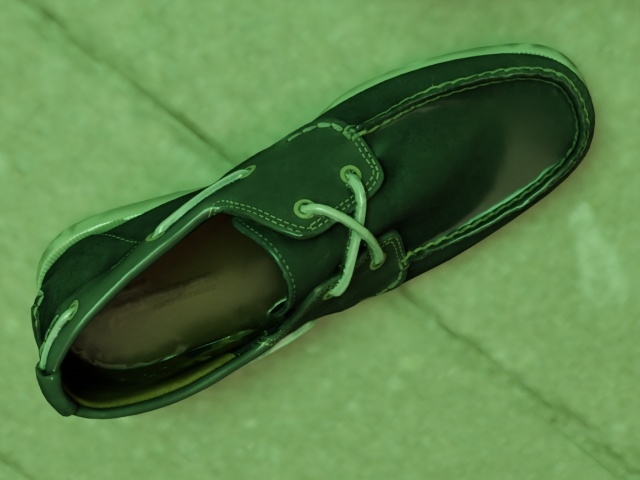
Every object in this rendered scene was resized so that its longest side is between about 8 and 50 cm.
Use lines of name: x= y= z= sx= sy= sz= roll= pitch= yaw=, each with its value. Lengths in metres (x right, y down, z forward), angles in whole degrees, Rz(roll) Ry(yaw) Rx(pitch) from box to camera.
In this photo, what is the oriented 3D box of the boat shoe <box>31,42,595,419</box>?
boat shoe: x=0.000 y=0.000 z=0.455 sx=0.233 sy=0.079 sz=0.084 roll=-24 pitch=111 yaw=4
